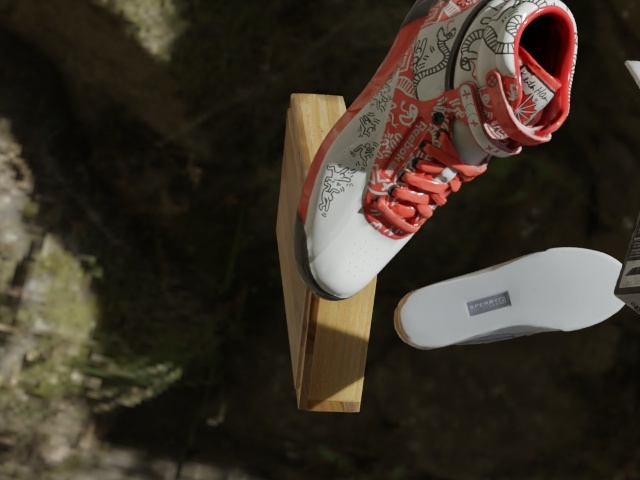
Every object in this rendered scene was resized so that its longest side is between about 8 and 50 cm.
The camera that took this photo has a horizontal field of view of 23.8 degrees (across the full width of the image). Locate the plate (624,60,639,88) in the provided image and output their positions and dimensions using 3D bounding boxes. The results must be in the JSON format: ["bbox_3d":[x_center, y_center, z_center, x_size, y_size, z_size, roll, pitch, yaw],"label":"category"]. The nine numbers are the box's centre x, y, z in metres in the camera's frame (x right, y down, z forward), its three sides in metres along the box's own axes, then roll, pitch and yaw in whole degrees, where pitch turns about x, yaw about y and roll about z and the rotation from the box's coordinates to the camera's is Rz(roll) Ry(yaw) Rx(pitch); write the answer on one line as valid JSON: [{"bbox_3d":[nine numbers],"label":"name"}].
[{"bbox_3d":[0.364,0.000,1.237,0.277,0.045,0.278,49,14,-35],"label":"plate"}]

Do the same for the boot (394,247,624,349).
[{"bbox_3d":[0.210,0.062,1.692,0.123,0.258,0.095,-14,95,-85],"label":"boot"}]

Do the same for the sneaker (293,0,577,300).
[{"bbox_3d":[0.087,-0.070,1.112,0.090,0.145,0.270,35,80,-36],"label":"sneaker"}]

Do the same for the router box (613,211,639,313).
[{"bbox_3d":[0.264,0.015,0.898,0.046,0.179,0.133,-9,-127,55],"label":"router box"}]

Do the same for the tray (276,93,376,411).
[{"bbox_3d":[0.000,0.000,1.756,0.411,0.076,0.202,-102,-164,-62],"label":"tray"}]
